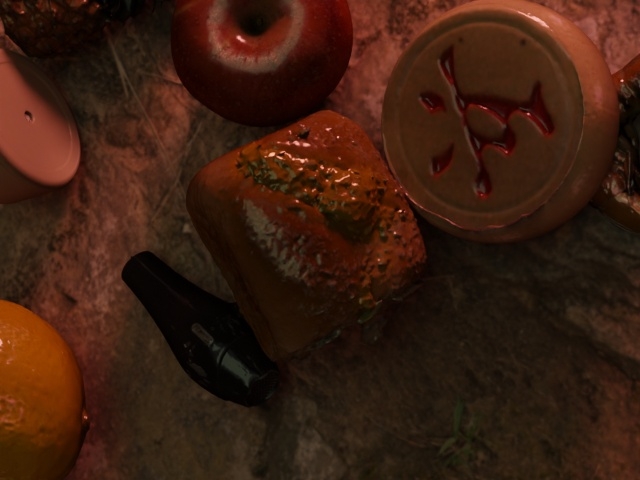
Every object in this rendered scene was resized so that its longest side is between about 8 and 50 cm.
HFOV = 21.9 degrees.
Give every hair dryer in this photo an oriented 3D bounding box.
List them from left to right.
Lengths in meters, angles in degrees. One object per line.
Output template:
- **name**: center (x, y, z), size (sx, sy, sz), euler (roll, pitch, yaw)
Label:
- **hair dryer**: center (-0.071, 0.028, 1.812), size (0.271, 0.091, 0.235), euler (-45, 60, -4)

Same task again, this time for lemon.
- **lemon**: center (-0.360, 0.181, 1.805), size (0.219, 0.240, 0.240), euler (12, 87, -10)

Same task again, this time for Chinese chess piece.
- **Chinese chess piece**: center (0.182, -0.121, 1.683), size (0.250, 0.103, 0.249), euler (0, 90, 32)

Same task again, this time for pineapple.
- **pineapple**: center (-0.243, -0.297, 1.882), size (0.248, 0.128, 0.128), euler (-19, 77, 13)

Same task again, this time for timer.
- **timer**: center (-0.432, -0.088, 1.915), size (0.266, 0.175, 0.175), euler (-26, 74, 26)

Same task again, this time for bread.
- **bread**: center (0.000, 0.000, 1.677), size (0.195, 0.176, 0.246), euler (-30, 93, -21)

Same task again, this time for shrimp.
- **shrimp**: center (0.376, -0.114, 1.668), size (0.262, 0.051, 0.198), euler (-41, 78, 14)

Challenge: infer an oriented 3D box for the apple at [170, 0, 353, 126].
- **apple**: center (-0.062, -0.221, 1.786), size (0.201, 0.162, 0.201), euler (-1, 86, 9)
